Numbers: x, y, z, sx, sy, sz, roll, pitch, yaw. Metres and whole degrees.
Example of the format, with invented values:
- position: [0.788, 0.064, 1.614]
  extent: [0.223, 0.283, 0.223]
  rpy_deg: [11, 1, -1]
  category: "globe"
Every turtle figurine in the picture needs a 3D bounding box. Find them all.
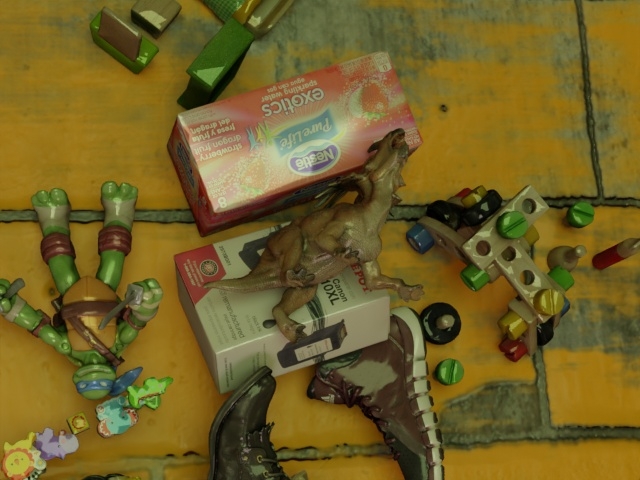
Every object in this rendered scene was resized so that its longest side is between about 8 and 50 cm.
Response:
- position: [-0.298, 0.044, 1.544]
  extent: [0.275, 0.198, 0.266]
  rpy_deg: [29, 45, -47]
  category: "turtle figurine"

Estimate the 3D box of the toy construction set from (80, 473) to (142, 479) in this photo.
- position: [-0.288, 0.393, 1.500]
  extent: [0.328, 0.151, 0.215]
  rpy_deg: [-10, 78, -1]
  category: "toy construction set"

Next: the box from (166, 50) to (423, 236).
- position: [-0.037, -0.128, 1.678]
  extent: [0.300, 0.154, 0.142]
  rpy_deg: [-19, 83, -16]
  category: "box"

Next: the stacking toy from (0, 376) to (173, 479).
- position: [-0.284, 0.234, 1.540]
  extent: [0.221, 0.167, 0.052]
  rpy_deg: [-24, 84, -16]
  category: "stacking toy"

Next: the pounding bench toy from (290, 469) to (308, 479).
- position: [-0.024, 0.348, 1.633]
  extent: [0.052, 0.083, 0.065]
  rpy_deg: [-31, 54, -19]
  category: "pounding bench toy"

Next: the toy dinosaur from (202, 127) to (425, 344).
- position: [0.000, 0.000, 1.551]
  extent: [0.296, 0.127, 0.200]
  rpy_deg: [-23, 41, 2]
  category: "toy dinosaur"

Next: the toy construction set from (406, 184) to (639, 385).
- position: [0.285, 0.023, 1.668]
  extent: [0.309, 0.237, 0.257]
  rpy_deg: [-14, 81, -15]
  category: "toy construction set"

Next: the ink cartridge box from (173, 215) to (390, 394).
- position: [-0.049, 0.074, 1.625]
  extent: [0.237, 0.100, 0.172]
  rpy_deg: [-17, 52, -14]
  category: "ink cartridge box"

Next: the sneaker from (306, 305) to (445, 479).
- position: [0.066, 0.230, 1.659]
  extent: [0.163, 0.106, 0.281]
  rpy_deg: [-5, 69, -8]
  category: "sneaker"

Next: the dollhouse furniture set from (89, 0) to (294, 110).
- position: [-0.144, -0.349, 1.703]
  extent: [0.197, 0.151, 0.301]
  rpy_deg: [37, 73, -2]
  category: "dollhouse furniture set"

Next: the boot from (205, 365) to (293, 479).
- position: [-0.035, 0.307, 1.540]
  extent: [0.229, 0.091, 0.263]
  rpy_deg: [25, 106, 17]
  category: "boot"
